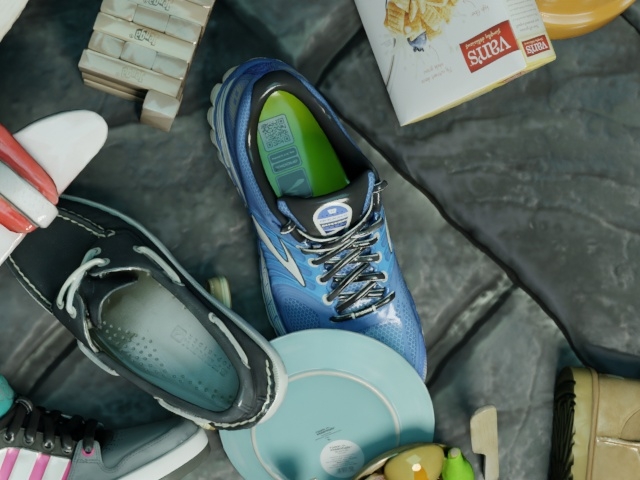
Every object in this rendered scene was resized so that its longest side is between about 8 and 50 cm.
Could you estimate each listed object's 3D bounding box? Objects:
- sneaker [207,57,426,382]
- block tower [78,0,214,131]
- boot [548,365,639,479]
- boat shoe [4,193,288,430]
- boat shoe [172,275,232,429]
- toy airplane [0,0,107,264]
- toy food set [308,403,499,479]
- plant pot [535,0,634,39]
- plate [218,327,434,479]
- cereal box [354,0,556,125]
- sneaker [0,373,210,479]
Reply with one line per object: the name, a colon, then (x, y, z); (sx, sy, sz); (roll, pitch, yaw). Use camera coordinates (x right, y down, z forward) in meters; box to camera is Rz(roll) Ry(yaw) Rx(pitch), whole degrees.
sneaker: (0.000, 0.000, 1.550); (0.129, 0.147, 0.330); (-26, 96, -7)
block tower: (-0.118, -0.271, 1.589); (0.097, 0.091, 0.335); (18, 83, -4)
boot: (0.340, 0.229, 1.607); (0.269, 0.089, 0.236); (7, 85, -7)
boat shoe: (-0.162, 0.051, 1.522); (0.302, 0.091, 0.114); (30, 95, 16)
boat shoe: (-0.104, 0.097, 1.583); (0.045, 0.050, 0.135); (6, 85, -11)
toy airplane: (-0.356, -0.134, 1.433); (0.384, 0.272, 0.386); (-5, 79, 0)
toy food set: (0.074, 0.221, 1.561); (0.192, 0.132, 0.038); (-21, 50, -8)
plant pot: (0.220, -0.292, 1.579); (0.205, 0.188, 0.205); (0, 86, -7)
plate: (0.005, 0.162, 1.557); (0.188, 0.024, 0.188); (1, 116, 2)
cereal box: (0.094, -0.237, 1.572); (0.047, 0.173, 0.240); (-18, 87, -39)
sneaker: (-0.255, 0.155, 1.531); (0.295, 0.124, 0.178); (-18, 98, -6)
